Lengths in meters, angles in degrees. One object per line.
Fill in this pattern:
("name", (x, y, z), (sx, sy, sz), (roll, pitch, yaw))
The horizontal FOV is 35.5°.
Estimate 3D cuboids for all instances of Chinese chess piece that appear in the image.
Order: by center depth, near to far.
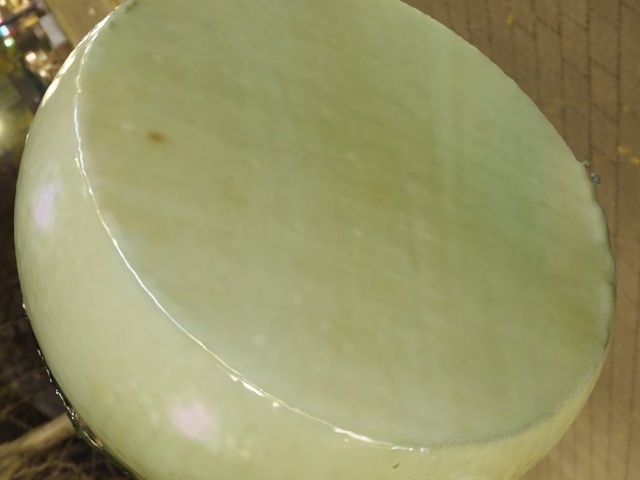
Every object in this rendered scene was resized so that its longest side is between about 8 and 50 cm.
("Chinese chess piece", (0.000, 0.000, 0.586), (0.349, 0.349, 0.146), (56, 139, 17))
